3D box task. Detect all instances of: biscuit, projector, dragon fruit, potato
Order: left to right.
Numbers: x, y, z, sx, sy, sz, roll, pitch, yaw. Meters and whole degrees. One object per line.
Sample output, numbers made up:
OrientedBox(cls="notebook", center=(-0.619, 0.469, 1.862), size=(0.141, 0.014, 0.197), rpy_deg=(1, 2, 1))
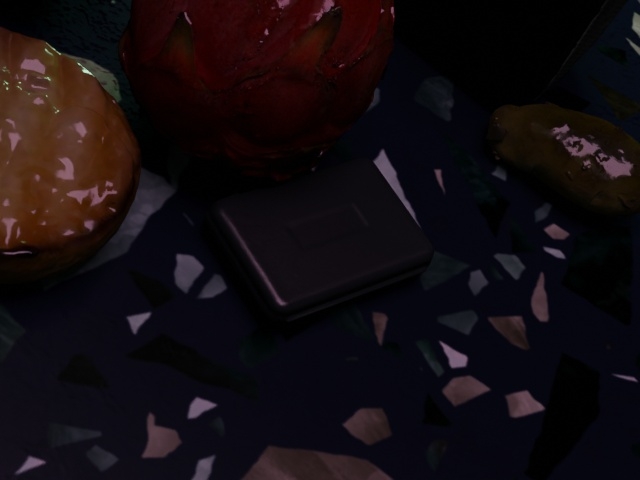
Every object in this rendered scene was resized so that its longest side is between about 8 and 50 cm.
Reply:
OrientedBox(cls="biscuit", center=(-0.333, -0.085, 1.568), size=(0.296, 0.102, 0.296), rpy_deg=(13, 53, -18))
OrientedBox(cls="dragon fruit", center=(-0.065, -0.227, 1.669), size=(0.295, 0.302, 0.295), rpy_deg=(24, 7, -3))
OrientedBox(cls="projector", center=(0.227, -0.430, 1.871), size=(0.395, 0.405, 0.242), rpy_deg=(39, 48, 8))
OrientedBox(cls="potato", center=(0.310, -0.104, 1.872), size=(0.225, 0.090, 0.117), rpy_deg=(26, 55, 5))

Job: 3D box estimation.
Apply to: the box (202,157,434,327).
OrientedBox(cls="box", center=(0.000, 0.000, 1.683), size=(0.230, 0.050, 0.160), rpy_deg=(-19, 64, -34))
